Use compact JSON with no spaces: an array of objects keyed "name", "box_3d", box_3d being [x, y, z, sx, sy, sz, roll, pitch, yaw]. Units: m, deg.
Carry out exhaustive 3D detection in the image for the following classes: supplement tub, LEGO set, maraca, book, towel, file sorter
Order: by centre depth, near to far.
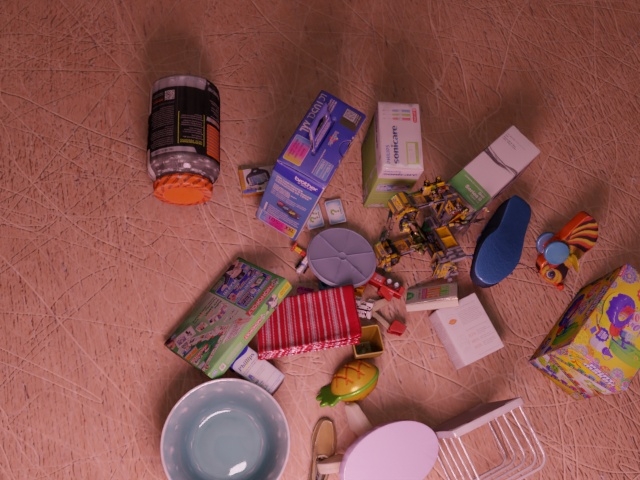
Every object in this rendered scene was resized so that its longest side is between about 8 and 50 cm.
[{"name":"file sorter","box_3d":[0.413,0.521,1.707,0.193,0.277,0.173,-23,77,-13]},{"name":"towel","box_3d":[-0.034,0.209,1.771,0.275,0.031,0.198,-11,42,5]},{"name":"maraca","box_3d":[0.073,0.386,1.805,0.186,0.127,0.099,-29,104,-8]},{"name":"LEGO set","box_3d":[0.295,0.006,1.855,0.255,0.331,0.192,-11,57,-25]},{"name":"LEGO set","box_3d":[0.057,0.174,1.888,0.227,0.093,0.087,9,31,24]},{"name":"book","box_3d":[0.314,0.157,1.897,0.144,0.096,0.035,-10,113,15]},{"name":"supplement tub","box_3d":[-0.390,-0.285,1.935,0.207,0.207,0.337,0,71,-6]},{"name":"LEGO set","box_3d":[0.000,0.000,1.958,0.183,0.060,0.244,-12,72,-7]}]

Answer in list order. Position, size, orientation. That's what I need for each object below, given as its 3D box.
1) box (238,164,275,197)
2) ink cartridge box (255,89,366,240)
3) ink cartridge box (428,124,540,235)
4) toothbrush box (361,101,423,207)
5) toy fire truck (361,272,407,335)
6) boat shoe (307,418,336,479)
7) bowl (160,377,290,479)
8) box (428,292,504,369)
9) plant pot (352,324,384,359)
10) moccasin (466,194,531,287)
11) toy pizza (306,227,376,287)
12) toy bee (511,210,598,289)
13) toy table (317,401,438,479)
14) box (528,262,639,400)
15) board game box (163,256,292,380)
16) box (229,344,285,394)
[{"name":"box","box_3d":[-0.171,-0.179,2.016,0.136,0.028,0.081,-10,72,-8]},{"name":"ink cartridge box","box_3d":[-0.025,-0.211,1.827,0.151,0.395,0.270,30,62,-3]},{"name":"ink cartridge box","box_3d":[0.479,-0.175,1.986,0.289,0.211,0.121,-40,79,-17]},{"name":"toothbrush box","box_3d":[0.199,-0.237,1.940,0.122,0.283,0.206,1,70,-5]},{"name":"toy fire truck","box_3d":[0.172,0.173,1.921,0.192,0.047,0.135,28,72,4]},{"name":"boat shoe","box_3d":[0.009,0.558,1.758,0.068,0.072,0.189,7,70,-4]},{"name":"bowl","box_3d":[-0.234,0.512,1.700,0.312,0.163,0.311,2,71,-5]},{"name":"box","box_3d":[0.406,0.254,1.895,0.130,0.091,0.170,-23,75,-13]},{"name":"plant pot","box_3d":[0.122,0.288,1.854,0.082,0.083,0.081,-7,62,-9]},{"name":"moccasin","box_3d":[0.514,0.018,1.950,0.138,0.117,0.342,42,56,-3]},{"name":"toy pizza","box_3d":[0.058,0.052,1.912,0.201,0.032,0.201,6,56,-9]},{"name":"toy bee","box_3d":[0.690,0.054,1.978,0.162,0.298,0.195,50,34,-17]},{"name":"toy table","box_3d":[0.140,0.541,1.700,0.274,0.161,0.252,0,85,-28]},{"name":"box","box_3d":[0.762,0.255,1.833,0.177,0.279,0.290,40,71,8]},{"name":"board game box","box_3d":[-0.247,0.202,1.803,0.214,0.046,0.317,22,65,43]},{"name":"box","box_3d":[-0.168,0.349,1.783,0.137,0.126,0.072,37,73,8]}]
